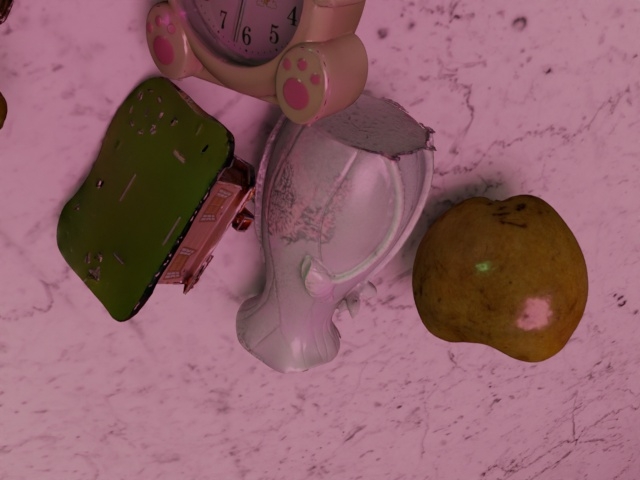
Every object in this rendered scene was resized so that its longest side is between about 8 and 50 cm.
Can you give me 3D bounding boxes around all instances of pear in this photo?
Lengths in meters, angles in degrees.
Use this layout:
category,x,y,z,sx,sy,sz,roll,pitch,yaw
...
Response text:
category,x,y,z,sx,sy,sz,roll,pitch,yaw
pear,0.321,0.059,1.188,0.304,0.304,0.303,-13,129,-17

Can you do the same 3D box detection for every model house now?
category,x,y,z,sx,sy,sz,roll,pitch,yaw
model house,-0.207,-0.054,0.934,0.293,0.207,0.154,-56,152,14

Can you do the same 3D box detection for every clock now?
category,x,y,z,sx,sy,sz,roll,pitch,yaw
clock,-0.069,-0.307,0.738,0.114,0.284,0.309,-33,138,-45

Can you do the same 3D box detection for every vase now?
category,x,y,z,sx,sy,sz,roll,pitch,yaw
vase,0.000,0.000,1.035,0.250,0.250,0.445,0,129,-26

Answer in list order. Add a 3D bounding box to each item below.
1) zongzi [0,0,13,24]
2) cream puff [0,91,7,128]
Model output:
category,x,y,z,sx,sy,sz,roll,pitch,yaw
zongzi,-0.379,-0.349,0.633,0.221,0.112,0.242,5,121,-52
cream puff,-0.501,-0.143,0.639,0.324,0.269,0.274,-27,151,-15
